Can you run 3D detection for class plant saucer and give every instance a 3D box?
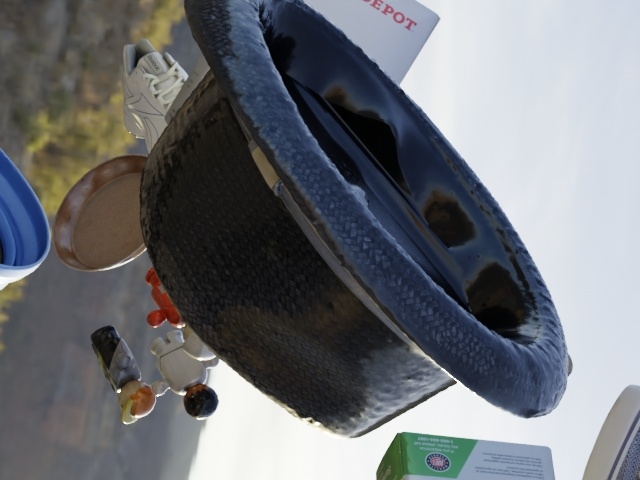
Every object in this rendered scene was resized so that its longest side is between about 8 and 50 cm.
[{"bbox_3d":[-0.250,-0.029,1.628,0.029,0.168,0.168,51,35,-47],"label":"plant saucer"}]

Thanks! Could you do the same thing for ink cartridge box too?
[{"bbox_3d":[0.135,0.286,1.183,0.087,0.153,0.208,113,-19,-49],"label":"ink cartridge box"},{"bbox_3d":[-0.028,-0.202,1.564,0.270,0.198,0.197,-58,-167,4],"label":"ink cartridge box"}]

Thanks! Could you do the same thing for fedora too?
[{"bbox_3d":[0.000,0.000,0.825,0.152,0.334,0.334,-40,-156,20],"label":"fedora"}]

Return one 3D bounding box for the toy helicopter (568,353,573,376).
[{"bbox_3d":[0.160,0.102,1.692,0.140,0.355,0.235,-61,-174,32],"label":"toy helicopter"}]

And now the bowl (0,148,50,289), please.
[{"bbox_3d":[-0.526,-0.085,1.738,0.077,0.391,0.391,-44,-162,14],"label":"bowl"}]

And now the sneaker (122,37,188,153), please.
[{"bbox_3d":[-0.208,-0.180,1.801,0.297,0.111,0.129,38,-34,50],"label":"sneaker"}]

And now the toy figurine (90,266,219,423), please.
[{"bbox_3d":[-0.174,0.144,1.767,0.209,0.213,0.148,-45,-118,18],"label":"toy figurine"}]

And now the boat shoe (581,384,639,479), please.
[{"bbox_3d":[0.328,0.322,1.301,0.127,0.158,0.340,15,89,-59],"label":"boat shoe"}]
